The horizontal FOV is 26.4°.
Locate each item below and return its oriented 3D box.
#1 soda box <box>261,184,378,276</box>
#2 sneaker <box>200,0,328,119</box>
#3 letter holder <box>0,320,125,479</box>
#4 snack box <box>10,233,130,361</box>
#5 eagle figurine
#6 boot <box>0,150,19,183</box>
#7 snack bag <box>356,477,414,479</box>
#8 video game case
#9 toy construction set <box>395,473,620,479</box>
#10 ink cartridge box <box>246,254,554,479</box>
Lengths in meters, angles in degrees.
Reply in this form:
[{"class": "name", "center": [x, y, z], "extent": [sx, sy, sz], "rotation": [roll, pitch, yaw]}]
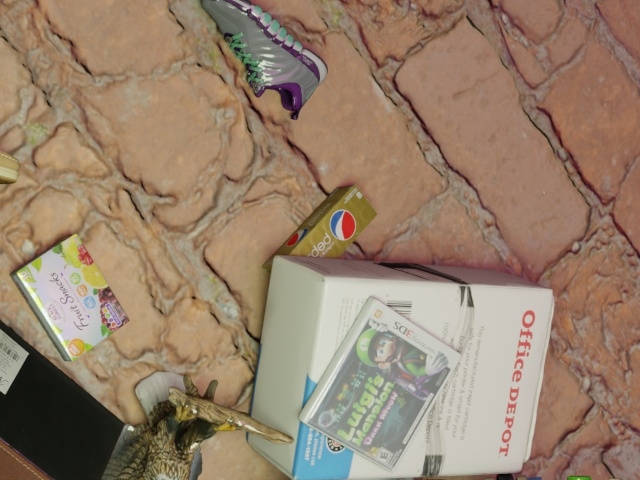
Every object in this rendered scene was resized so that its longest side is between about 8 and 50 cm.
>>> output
[{"class": "soda box", "center": [0.000, 0.000, 2.008], "extent": [0.181, 0.058, 0.061], "rotation": [-47, 110, -24]}, {"class": "sneaker", "center": [-0.092, -0.268, 1.968], "extent": [0.223, 0.083, 0.098], "rotation": [34, 75, -24]}, {"class": "letter holder", "center": [-0.439, 0.230, 1.698], "extent": [0.302, 0.214, 0.152], "rotation": [43, 35, -19]}, {"class": "snack box", "center": [-0.334, 0.076, 1.820], "extent": [0.100, 0.037, 0.141], "rotation": [-37, 104, -26]}, {"class": "eagle figurine", "center": [-0.219, 0.331, 1.807], "extent": [0.226, 0.225, 0.298], "rotation": [34, 102, 18]}, {"class": "boot", "center": [-0.478, -0.199, 1.731], "extent": [0.262, 0.095, 0.203], "rotation": [24, 73, -22]}, {"class": "snack bag", "center": [0.092, 0.473, 1.915], "extent": [0.342, 0.037, 0.323], "rotation": [0, 62, -57]}, {"class": "video game case", "center": [0.083, 0.197, 1.838], "extent": [0.173, 0.022, 0.190], "rotation": [33, 85, -30]}, {"class": "toy construction set", "center": [0.241, 0.456, 1.935], "extent": [0.308, 0.257, 0.237], "rotation": [2, 83, -20]}, {"class": "ink cartridge box", "center": [0.118, 0.182, 1.965], "extent": [0.395, 0.166, 0.285], "rotation": [4, 100, -30]}]
